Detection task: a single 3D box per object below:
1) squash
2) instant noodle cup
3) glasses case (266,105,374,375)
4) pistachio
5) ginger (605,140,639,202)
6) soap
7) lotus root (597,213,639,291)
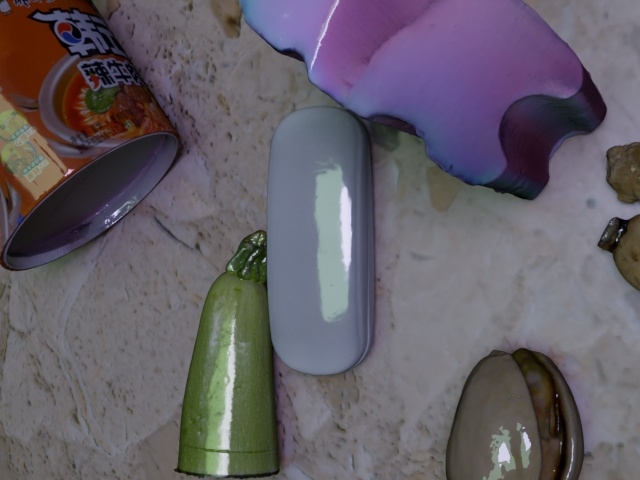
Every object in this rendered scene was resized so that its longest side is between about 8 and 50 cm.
[{"bbox_3d":[-0.072,0.101,0.766,0.094,0.094,0.224,4,85,23],"label":"squash"},{"bbox_3d":[-0.260,-0.106,0.771,0.250,0.250,0.192,-41,84,17],"label":"instant noodle cup"},{"bbox_3d":[0.000,0.000,0.745,0.092,0.059,0.234,-2,88,21],"label":"glasses case"},{"bbox_3d":[0.150,0.158,0.664,0.113,0.113,0.149,3,75,23],"label":"pistachio"},{"bbox_3d":[0.293,-0.064,0.618,0.165,0.067,0.096,6,114,22],"label":"ginger"},{"bbox_3d":[0.077,-0.130,0.573,0.193,0.324,0.109,44,107,18],"label":"soap"},{"bbox_3d":[0.280,0.020,0.626,0.151,0.063,0.072,15,93,25],"label":"lotus root"}]
